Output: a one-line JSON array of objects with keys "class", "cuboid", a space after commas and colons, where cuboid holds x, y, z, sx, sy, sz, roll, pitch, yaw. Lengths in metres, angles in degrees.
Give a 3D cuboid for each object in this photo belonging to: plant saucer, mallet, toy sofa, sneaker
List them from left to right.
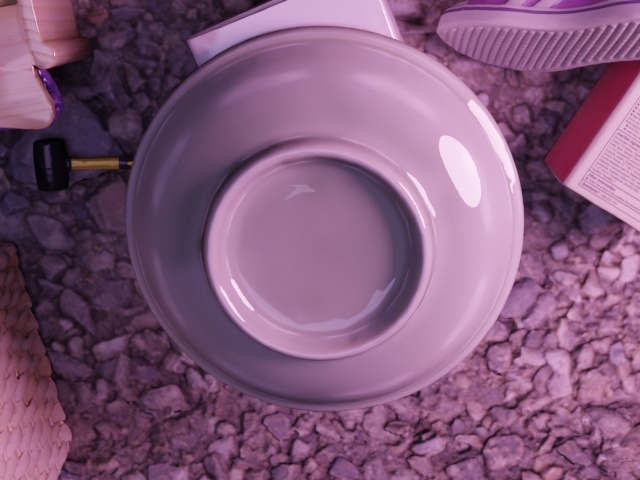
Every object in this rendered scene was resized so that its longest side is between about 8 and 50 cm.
[{"class": "toy sofa", "cuboid": [-0.447, -0.192, 1.096, 0.362, 0.150, 0.177, -10, 103, 5]}, {"class": "mallet", "cuboid": [-0.246, -0.083, 1.187, 0.189, 0.039, 0.062, 5, 106, -4]}, {"class": "plant saucer", "cuboid": [0.000, 0.000, 0.963, 0.400, 0.100, 0.401, 1, 107, 3]}, {"class": "sneaker", "cuboid": [0.266, -0.271, 1.063, 0.282, 0.102, 0.161, 4, 72, 34]}]

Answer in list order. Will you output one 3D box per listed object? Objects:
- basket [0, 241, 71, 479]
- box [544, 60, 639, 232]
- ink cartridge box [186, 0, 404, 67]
[{"class": "basket", "cuboid": [-0.475, 0.201, 1.128, 0.266, 0.331, 0.328, -11, 107, 3]}, {"class": "box", "cuboid": [0.379, -0.134, 1.101, 0.148, 0.127, 0.232, 31, 105, -7]}, {"class": "ink cartridge box", "cuboid": [0.012, -0.138, 1.074, 0.197, 0.198, 0.270, -20, 105, 9]}]
